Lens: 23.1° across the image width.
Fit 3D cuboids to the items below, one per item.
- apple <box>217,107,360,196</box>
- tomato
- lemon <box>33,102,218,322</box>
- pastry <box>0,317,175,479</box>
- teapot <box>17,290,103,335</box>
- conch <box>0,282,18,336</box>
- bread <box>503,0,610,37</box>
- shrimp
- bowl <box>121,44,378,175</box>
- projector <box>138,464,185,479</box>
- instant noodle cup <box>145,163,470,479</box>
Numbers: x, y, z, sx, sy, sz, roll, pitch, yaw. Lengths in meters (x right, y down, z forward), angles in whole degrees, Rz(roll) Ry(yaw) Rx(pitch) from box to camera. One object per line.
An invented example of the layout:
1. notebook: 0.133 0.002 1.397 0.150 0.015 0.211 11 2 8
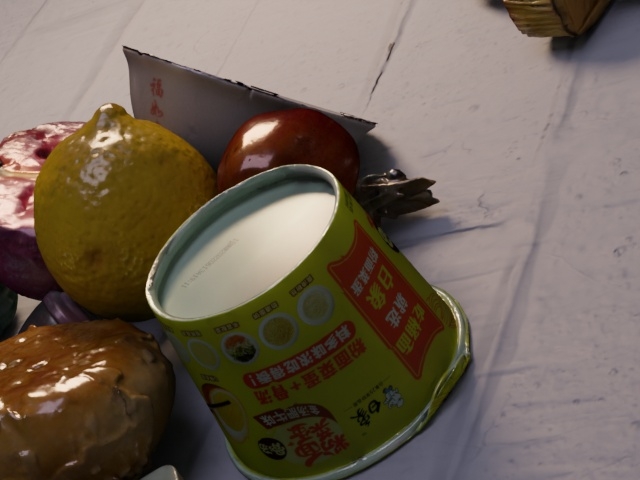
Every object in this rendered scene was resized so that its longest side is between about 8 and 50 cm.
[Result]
1. apple: -0.040 -0.075 1.786 0.158 0.156 0.147 -55 -13 -62
2. tomato: -0.314 -0.015 2.096 0.290 0.176 0.335 5 29 -1
3. lemon: -0.226 -0.031 1.841 0.228 0.253 0.228 -27 17 9
4. pastry: -0.294 0.213 1.735 0.284 0.184 0.316 -27 20 -30
5. teapot: -0.343 0.137 1.974 0.146 0.116 0.148 -45 34 1
6. conch: -0.523 0.074 2.194 0.277 0.195 0.220 -54 7 38
7. bread: 0.308 -0.344 2.005 0.114 0.132 0.190 5 44 47
8. shrimp: 0.000 0.000 1.883 0.317 0.077 0.168 -23 42 27
9. bowl: -0.112 -0.128 2.011 0.345 0.345 0.157 26 99 56
10. projector: -0.216 0.374 1.538 0.257 0.079 0.259 -33 30 3
11. instant noodle cup: -0.024 0.077 1.637 0.311 0.221 0.311 -25 32 17
